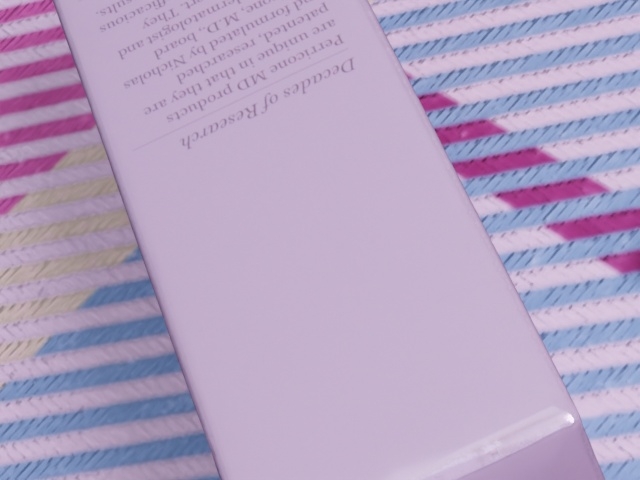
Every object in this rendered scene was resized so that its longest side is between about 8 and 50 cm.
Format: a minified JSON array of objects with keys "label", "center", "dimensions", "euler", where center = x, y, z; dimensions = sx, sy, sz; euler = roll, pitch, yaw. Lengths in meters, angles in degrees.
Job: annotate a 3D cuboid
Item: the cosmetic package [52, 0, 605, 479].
[{"label":"cosmetic package","center":[0.000,0.000,0.937],"dimensions":[0.161,0.230,0.453],"euler":[-25,54,3]}]
